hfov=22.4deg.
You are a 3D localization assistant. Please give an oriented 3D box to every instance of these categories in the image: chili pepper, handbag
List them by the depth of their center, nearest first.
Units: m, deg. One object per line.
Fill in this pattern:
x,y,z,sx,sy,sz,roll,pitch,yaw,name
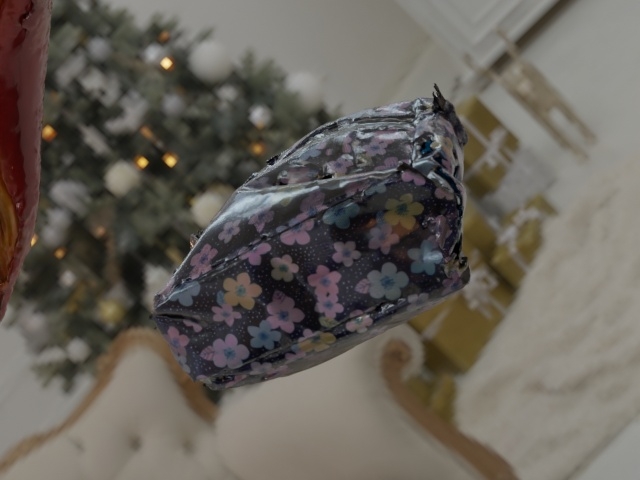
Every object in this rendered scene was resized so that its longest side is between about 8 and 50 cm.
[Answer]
-0.083,-0.062,0.394,0.045,0.178,0.027,-3,19,4,chili pepper
0.000,0.000,1.073,0.229,0.126,0.208,-28,14,18,handbag
